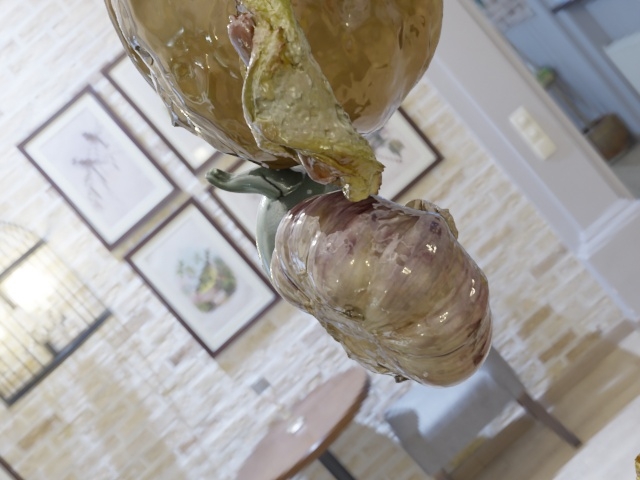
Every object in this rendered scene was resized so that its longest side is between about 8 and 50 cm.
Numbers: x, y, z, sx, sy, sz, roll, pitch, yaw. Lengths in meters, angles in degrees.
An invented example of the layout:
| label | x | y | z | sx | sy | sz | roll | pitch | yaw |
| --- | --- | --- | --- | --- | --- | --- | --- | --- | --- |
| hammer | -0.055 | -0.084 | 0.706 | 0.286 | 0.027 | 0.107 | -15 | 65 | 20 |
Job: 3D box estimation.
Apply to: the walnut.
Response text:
| label | x | y | z | sx | sy | sz | roll | pitch | yaw |
| --- | --- | --- | --- | --- | --- | --- | --- | --- | --- |
| walnut | -0.050 | -0.266 | 0.960 | 0.383 | 0.383 | 0.383 | -41 | 7 | 6 |

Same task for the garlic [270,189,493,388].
| label | x | y | z | sx | sy | sz | roll | pitch | yaw |
| --- | --- | --- | --- | --- | --- | --- | --- | --- | --- |
| garlic | 0.068 | 0.034 | 0.928 | 0.161 | 0.245 | 0.245 | -58 | 12 | -19 |

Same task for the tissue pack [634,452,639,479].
| label | x | y | z | sx | sy | sz | roll | pitch | yaw |
| --- | --- | --- | --- | --- | --- | --- | --- | --- | --- |
| tissue pack | 0.468 | 0.257 | 0.946 | 0.183 | 0.092 | 0.226 | -29 | 33 | -26 |

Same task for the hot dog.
| label | x | y | z | sx | sy | sz | roll | pitch | yaw |
| --- | --- | --- | --- | --- | --- | --- | --- | --- | --- |
| hot dog | -0.020 | -0.087 | 0.621 | 0.061 | 0.169 | 0.078 | -37 | 18 | -17 |

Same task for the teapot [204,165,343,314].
| label | x | y | z | sx | sy | sz | roll | pitch | yaw |
| --- | --- | --- | --- | --- | --- | --- | --- | --- | --- |
| teapot | 0.000 | 0.000 | 1.115 | 0.129 | 0.294 | 0.193 | -17 | 41 | 32 |
